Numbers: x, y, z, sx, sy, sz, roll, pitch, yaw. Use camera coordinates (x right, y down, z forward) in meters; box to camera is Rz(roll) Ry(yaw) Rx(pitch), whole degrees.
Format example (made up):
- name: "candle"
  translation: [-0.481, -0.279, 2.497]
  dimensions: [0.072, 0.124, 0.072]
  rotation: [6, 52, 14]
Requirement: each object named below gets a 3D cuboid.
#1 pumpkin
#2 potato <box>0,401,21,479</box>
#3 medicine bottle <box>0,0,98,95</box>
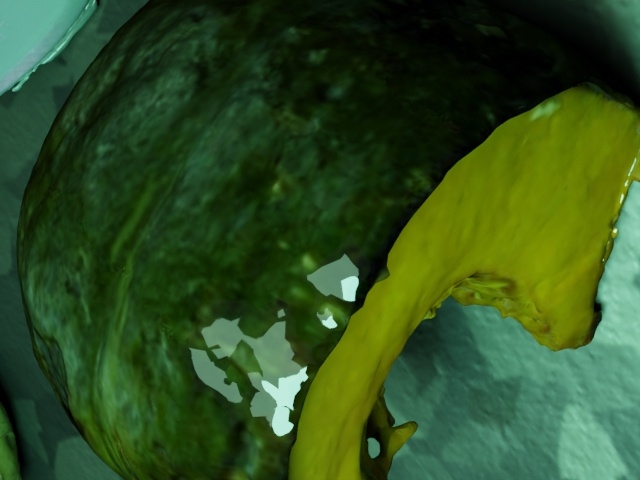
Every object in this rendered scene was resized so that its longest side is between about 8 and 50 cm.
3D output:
- name: "pumpkin"
  translation: [0.000, 0.000, 0.628]
  dimensions: [0.225, 0.303, 0.256]
  rotation: [25, 146, 32]
- name: "potato"
  translation: [-0.310, 0.130, 0.987]
  dimensions: [0.117, 0.090, 0.225]
  rotation: [-19, 93, 22]
- name: "medicine bottle"
  translation: [-0.302, -0.234, 0.763]
  dimensions: [0.290, 0.245, 0.245]
  rotation: [51, 126, 11]
